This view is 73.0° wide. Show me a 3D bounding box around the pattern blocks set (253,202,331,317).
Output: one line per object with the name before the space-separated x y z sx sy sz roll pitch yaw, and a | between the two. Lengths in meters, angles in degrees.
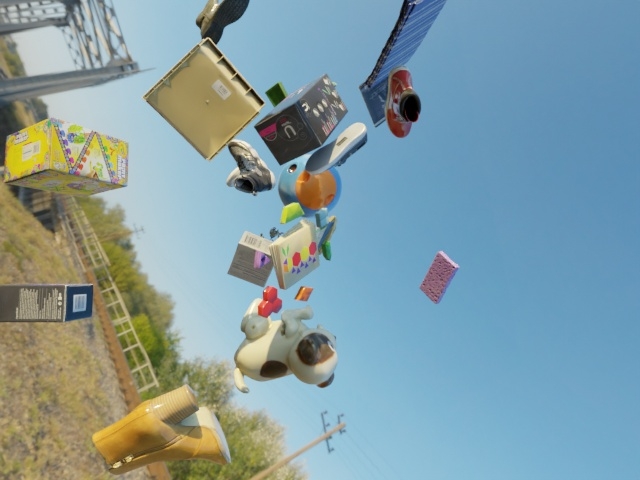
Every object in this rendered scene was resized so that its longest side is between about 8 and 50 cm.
pattern blocks set | -0.067 0.040 1.174 0.026 0.325 0.285 8 -73 33

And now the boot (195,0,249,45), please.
boot | -0.368 -0.838 1.563 0.246 0.083 0.161 -37 -122 26

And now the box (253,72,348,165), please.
box | -0.050 -0.368 1.302 0.165 0.270 0.143 -19 -63 33

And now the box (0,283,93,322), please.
box | -0.816 0.183 1.286 0.153 0.207 0.108 98 -8 -86

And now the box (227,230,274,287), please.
box | -0.205 0.059 1.344 0.072 0.126 0.137 -80 -166 -55

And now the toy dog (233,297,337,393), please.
toy dog | -0.122 0.424 1.688 0.408 0.395 0.284 1 -60 32

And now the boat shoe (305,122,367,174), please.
boat shoe | 0.056 -0.267 1.334 0.080 0.228 0.076 40 -11 37

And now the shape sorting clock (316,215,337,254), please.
shape sorting clock | 0.000 0.000 1.571 0.040 0.206 0.206 28 -22 -15

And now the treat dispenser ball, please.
treat dispenser ball | -0.049 -0.241 1.938 0.288 0.288 0.288 43 -35 39

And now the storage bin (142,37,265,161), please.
storage bin | -0.352 -0.426 1.326 0.262 0.260 0.123 46 -2 -25

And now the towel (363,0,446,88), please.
towel | 0.264 -0.622 1.293 0.040 0.243 0.336 47 -26 5

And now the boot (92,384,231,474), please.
boot | -0.334 0.446 0.942 0.104 0.211 0.295 48 -19 50

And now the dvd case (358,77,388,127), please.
dvd case | 0.235 -0.528 1.565 0.018 0.165 0.221 55 4 32

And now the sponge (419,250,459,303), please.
sponge | 0.524 0.165 1.917 0.117 0.031 0.210 49 -51 43

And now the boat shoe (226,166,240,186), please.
boat shoe | -0.369 -0.312 2.059 0.063 0.184 0.066 50 4 23

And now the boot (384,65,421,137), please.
boot | 0.252 -0.369 1.299 0.244 0.089 0.176 75 5 -54

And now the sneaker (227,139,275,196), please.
sneaker | -0.314 -0.298 1.783 0.268 0.153 0.101 48 -49 1

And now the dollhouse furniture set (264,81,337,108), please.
dollhouse furniture set | -0.097 -0.784 2.232 0.302 0.197 0.151 -26 -82 28

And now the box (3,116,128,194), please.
box | -0.896 -0.278 1.538 0.290 0.279 0.176 -6 -99 29

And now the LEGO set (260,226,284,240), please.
LEGO set | -0.158 -0.021 1.367 0.023 0.083 0.054 60 9 -48
